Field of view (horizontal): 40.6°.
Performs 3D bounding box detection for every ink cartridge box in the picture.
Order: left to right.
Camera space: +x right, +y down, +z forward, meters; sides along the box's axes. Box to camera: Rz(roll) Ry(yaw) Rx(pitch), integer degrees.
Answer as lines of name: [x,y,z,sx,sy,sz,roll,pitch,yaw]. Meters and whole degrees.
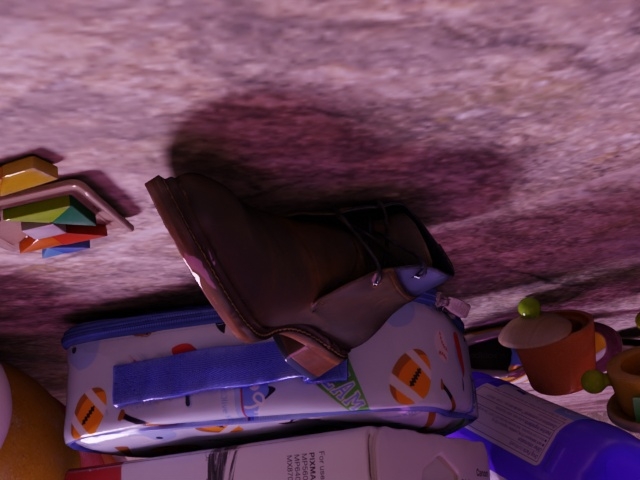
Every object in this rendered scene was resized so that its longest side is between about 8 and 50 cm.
ink cartridge box: [-0.027,0.218,0.655,0.273,0.114,0.197,-16,157,29]

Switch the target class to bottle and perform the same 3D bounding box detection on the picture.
bottle: [0.168,0.176,0.754,0.118,0.092,0.283,34,172,-22]

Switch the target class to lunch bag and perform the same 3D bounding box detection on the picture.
lunch bag: [-0.029,0.102,0.662,0.304,0.114,0.243,-11,161,18]

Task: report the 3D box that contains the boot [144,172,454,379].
boot: [0.000,0.000,0.430,0.106,0.082,0.219,-31,156,4]

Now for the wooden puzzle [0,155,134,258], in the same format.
wooden puzzle: [-0.132,-0.009,0.406,0.079,0.014,0.116,-10,164,11]

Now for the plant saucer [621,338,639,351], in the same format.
plant saucer: [0.407,0.138,1.041,0.169,0.029,0.168,4,180,0]

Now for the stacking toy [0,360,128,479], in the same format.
stacking toy: [-0.312,0.205,0.704,0.351,0.350,0.479,-3,146,-14]

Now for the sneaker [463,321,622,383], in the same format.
sneaker: [0.221,0.119,0.891,0.186,0.069,0.084,-9,169,6]

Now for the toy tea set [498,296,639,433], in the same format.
toy tea set: [0.314,0.056,0.706,0.336,0.124,0.200,-13,-168,12]
